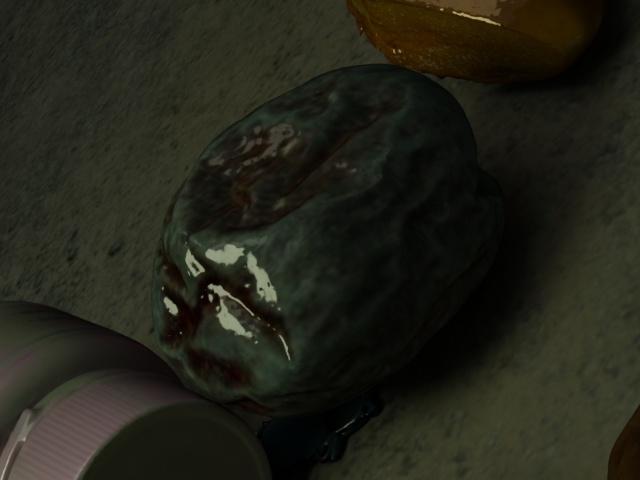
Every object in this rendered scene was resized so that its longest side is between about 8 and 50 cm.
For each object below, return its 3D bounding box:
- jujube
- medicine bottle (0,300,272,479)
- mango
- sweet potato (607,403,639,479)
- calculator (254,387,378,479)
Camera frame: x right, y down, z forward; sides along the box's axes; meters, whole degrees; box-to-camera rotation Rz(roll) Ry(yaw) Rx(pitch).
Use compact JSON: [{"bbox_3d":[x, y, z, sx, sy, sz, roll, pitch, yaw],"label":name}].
[{"bbox_3d":[0.004,0.007,1.218,0.308,0.215,0.246,-38,46,-16],"label":"jujube"},{"bbox_3d":[-0.217,0.201,1.309,0.325,0.256,0.256,16,71,48],"label":"medicine bottle"},{"bbox_3d":[0.128,-0.244,1.374,0.350,0.201,0.199,30,111,53],"label":"mango"},{"bbox_3d":[0.206,0.179,0.938,0.055,0.058,0.202,95,-172,-49],"label":"sweet potato"},{"bbox_3d":[-0.006,0.160,1.292,0.141,0.019,0.094,-35,34,26],"label":"calculator"}]
